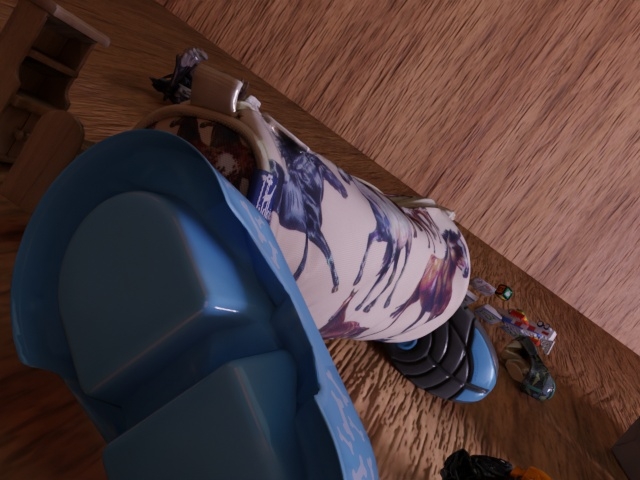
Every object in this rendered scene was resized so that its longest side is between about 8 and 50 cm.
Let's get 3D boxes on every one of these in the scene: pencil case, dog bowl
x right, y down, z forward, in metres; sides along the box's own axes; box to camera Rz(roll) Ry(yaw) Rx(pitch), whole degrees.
[{"bbox_3d":[0.000,0.000,0.664,0.160,0.184,0.410,39,12,31],"label":"pencil case"},{"bbox_3d":[-0.071,0.078,0.403,0.074,0.166,0.297,22,36,-59],"label":"dog bowl"}]

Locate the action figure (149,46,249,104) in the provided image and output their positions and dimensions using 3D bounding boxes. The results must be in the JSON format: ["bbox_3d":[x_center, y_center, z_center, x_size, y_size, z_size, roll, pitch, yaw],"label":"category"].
[{"bbox_3d":[-0.217,-0.280,1.396,0.164,0.141,0.276,19,25,-45],"label":"action figure"}]

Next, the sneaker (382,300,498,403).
[{"bbox_3d":[0.111,0.081,1.000,0.341,0.125,0.139,43,11,22],"label":"sneaker"}]

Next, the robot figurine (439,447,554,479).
[{"bbox_3d":[0.162,0.258,0.569,0.211,0.085,0.291,29,10,27],"label":"robot figurine"}]

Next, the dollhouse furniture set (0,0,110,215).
[{"bbox_3d":[-0.208,-0.103,0.709,0.242,0.161,0.212,33,4,9],"label":"dollhouse furniture set"}]

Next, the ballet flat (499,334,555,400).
[{"bbox_3d":[0.347,0.210,1.263,0.070,0.070,0.188,33,11,-11],"label":"ballet flat"}]

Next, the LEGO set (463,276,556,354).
[{"bbox_3d":[0.344,0.146,1.401,0.182,0.060,0.244,36,-13,1],"label":"LEGO set"}]

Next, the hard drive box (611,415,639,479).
[{"bbox_3d":[0.607,0.406,1.156,0.232,0.089,0.181,34,14,-4],"label":"hard drive box"}]
